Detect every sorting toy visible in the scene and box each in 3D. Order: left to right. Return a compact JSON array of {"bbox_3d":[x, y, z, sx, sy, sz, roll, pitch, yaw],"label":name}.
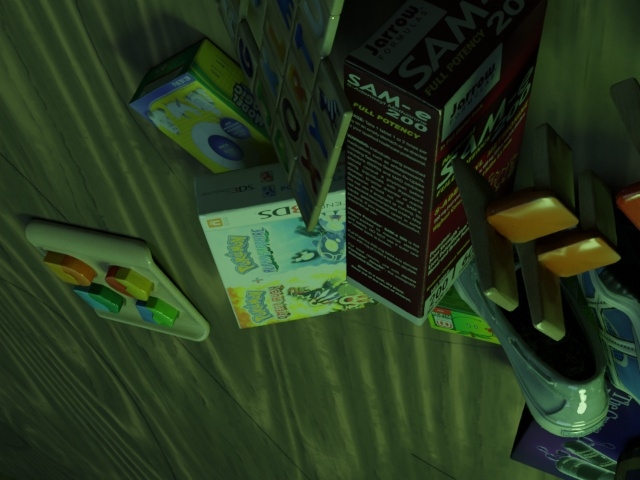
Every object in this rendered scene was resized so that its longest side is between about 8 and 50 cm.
[{"bbox_3d":[-0.258,0.059,1.372,0.193,0.038,0.208,11,150,26],"label":"sorting toy"}]

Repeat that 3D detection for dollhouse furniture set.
[{"bbox_3d":[0.251,0.003,0.643,0.262,0.135,0.259,-21,152,26],"label":"dollhouse furniture set"}]

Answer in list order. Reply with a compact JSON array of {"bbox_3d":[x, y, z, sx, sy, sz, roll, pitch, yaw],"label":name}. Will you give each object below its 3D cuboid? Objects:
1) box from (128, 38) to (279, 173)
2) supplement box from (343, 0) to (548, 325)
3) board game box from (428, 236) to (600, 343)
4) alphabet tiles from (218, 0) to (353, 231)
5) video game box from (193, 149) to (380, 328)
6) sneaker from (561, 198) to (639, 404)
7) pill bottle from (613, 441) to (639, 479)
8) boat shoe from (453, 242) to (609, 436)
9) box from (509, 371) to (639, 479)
[{"bbox_3d":[-0.067,-0.090,0.939,0.179,0.043,0.105,36,151,-26],"label":"box"},{"bbox_3d":[0.080,-0.062,0.732,0.073,0.130,0.239,30,152,22],"label":"supplement box"},{"bbox_3d":[0.189,0.046,0.912,0.181,0.092,0.043,12,151,24],"label":"board game box"},{"bbox_3d":[-0.024,-0.141,0.689,0.009,0.198,0.237,-16,158,-16],"label":"alphabet tiles"},{"bbox_3d":[0.000,0.000,0.948,0.187,0.048,0.205,-8,148,2],"label":"video game box"},{"bbox_3d":[0.230,0.060,0.804,0.080,0.211,0.081,-4,145,-31],"label":"sneaker"},{"bbox_3d":[0.293,0.291,0.906,0.122,0.219,0.123,16,153,9],"label":"pill bottle"},{"bbox_3d":[0.161,0.040,0.836,0.079,0.228,0.081,-16,139,-9],"label":"boat shoe"},{"bbox_3d":[0.299,0.158,1.017,0.184,0.103,0.261,18,152,8],"label":"box"}]
